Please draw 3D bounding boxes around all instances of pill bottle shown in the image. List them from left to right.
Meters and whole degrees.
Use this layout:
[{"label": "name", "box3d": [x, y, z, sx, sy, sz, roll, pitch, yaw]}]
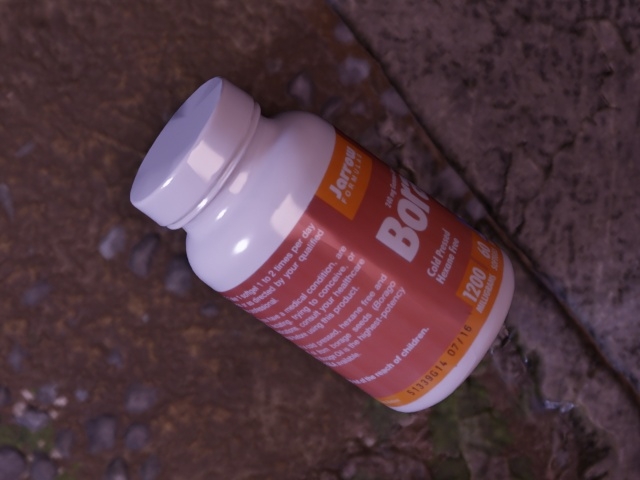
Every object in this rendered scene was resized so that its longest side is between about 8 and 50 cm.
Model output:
[{"label": "pill bottle", "box3d": [0.000, 0.000, 1.084, 0.216, 0.121, 0.121, 35, 85, -19]}]
